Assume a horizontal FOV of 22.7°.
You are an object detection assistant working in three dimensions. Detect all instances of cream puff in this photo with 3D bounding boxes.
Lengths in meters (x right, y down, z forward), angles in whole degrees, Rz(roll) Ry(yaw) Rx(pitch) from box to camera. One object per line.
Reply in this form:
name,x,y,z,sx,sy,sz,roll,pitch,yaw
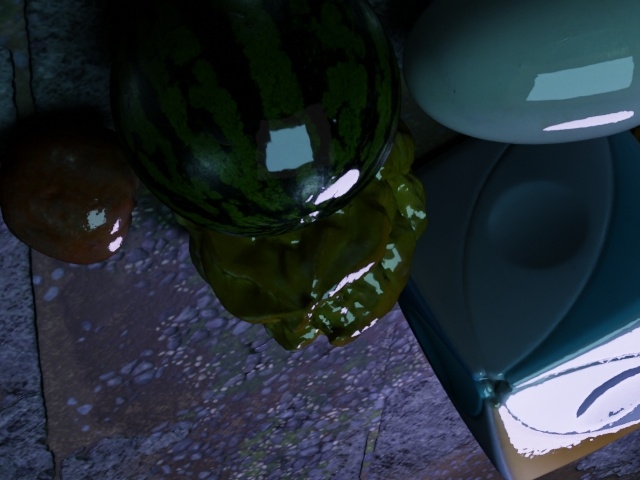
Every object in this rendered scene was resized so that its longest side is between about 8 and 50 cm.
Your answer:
cream puff,0.001,0.000,1.829,0.291,0.257,0.324,-23,149,-5

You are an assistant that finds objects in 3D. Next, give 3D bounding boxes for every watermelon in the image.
watermelon,-0.060,-0.144,1.549,0.285,0.285,0.285,-22,148,-14

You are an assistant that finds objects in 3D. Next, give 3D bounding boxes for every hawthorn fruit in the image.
hawthorn fruit,-0.269,-0.045,1.633,0.189,0.149,0.149,-11,145,-36

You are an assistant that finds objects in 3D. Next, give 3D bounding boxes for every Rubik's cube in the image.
Rubik's cube,0.296,0.065,2.072,0.352,0.351,0.347,-26,149,-3

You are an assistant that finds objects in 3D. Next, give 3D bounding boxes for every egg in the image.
egg,0.267,-0.220,1.749,0.371,0.230,0.230,-14,146,-15

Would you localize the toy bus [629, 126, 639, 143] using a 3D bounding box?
toy bus,0.554,-0.105,2.245,0.330,0.144,0.152,4,135,-45
